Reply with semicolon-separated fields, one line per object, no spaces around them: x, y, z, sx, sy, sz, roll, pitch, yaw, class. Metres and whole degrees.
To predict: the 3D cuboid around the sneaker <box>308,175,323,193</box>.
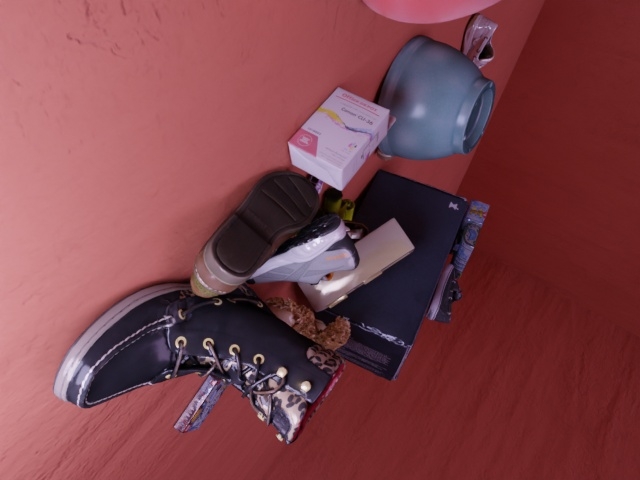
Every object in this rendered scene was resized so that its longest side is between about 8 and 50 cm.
-0.007;-0.138;0.918;0.098;0.038;0.069;-60;164;-30;sneaker

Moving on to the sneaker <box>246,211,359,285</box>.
-0.047;0.045;0.828;0.271;0.108;0.100;-20;-155;41;sneaker

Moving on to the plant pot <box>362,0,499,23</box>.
0.116;-0.420;0.458;0.275;0.275;0.243;-58;152;-1;plant pot

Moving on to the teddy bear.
-0.063;0.196;1.009;0.245;0.113;0.338;-26;141;34;teddy bear

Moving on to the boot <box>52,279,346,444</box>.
-0.141;0.185;0.666;0.138;0.284;0.377;-64;163;17;boot

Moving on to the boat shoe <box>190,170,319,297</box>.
-0.109;-0.021;0.750;0.104;0.111;0.307;-39;-176;39;boat shoe

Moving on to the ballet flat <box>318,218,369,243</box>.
0.050;-0.018;1.035;0.232;0.073;0.080;-14;110;-63;ballet flat

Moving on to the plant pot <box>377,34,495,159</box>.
0.292;-0.318;1.081;0.293;0.196;0.293;-41;145;-38;plant pot

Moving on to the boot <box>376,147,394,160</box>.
0.217;-0.290;1.240;0.158;0.059;0.084;-42;152;-39;boot

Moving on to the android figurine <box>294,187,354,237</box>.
0.000;0.000;1.136;0.248;0.056;0.273;-46;157;-35;android figurine

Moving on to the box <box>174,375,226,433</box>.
-0.276;0.384;1.063;0.137;0.027;0.094;-56;164;-10;box

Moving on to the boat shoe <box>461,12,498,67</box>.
0.507;-0.598;1.447;0.098;0.096;0.277;-57;163;-7;boat shoe

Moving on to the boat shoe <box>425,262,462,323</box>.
0.363;0.150;1.276;0.228;0.076;0.080;-50;157;-51;boat shoe

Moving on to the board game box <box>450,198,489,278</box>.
0.447;-0.017;1.373;0.194;0.060;0.194;96;21;-45;board game box

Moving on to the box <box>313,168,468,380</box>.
0.212;0.129;1.425;0.472;0.297;0.480;87;29;-63;box

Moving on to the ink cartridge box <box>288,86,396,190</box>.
0.046;-0.201;0.821;0.198;0.115;0.067;-53;161;-22;ink cartridge box

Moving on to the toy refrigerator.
0.089;0.064;1.070;0.269;0.094;0.102;-33;170;5;toy refrigerator
